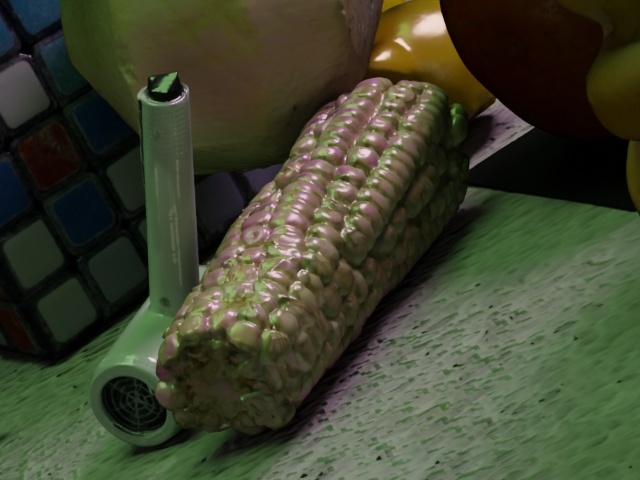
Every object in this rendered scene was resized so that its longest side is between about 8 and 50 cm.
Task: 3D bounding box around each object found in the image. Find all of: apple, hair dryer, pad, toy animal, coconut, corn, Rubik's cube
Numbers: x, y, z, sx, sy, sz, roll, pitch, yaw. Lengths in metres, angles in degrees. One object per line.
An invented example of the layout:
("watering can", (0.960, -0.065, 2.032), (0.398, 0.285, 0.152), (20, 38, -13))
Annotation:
("apple", (0.202, -0.182, 1.218), (0.230, 0.230, 0.230), (-25, 17, 8))
("hair dryer", (-0.096, 0.005, 1.151), (0.073, 0.236, 0.131), (12, 31, 14))
("pad", (0.215, -0.074, 1.268), (0.163, 0.004, 0.243), (-33, 18, -17))
("toy animal", (0.060, -0.143, 1.475), (0.156, 0.156, 0.230), (-34, 15, -21))
("coconut", (-0.080, -0.177, 1.345), (0.259, 0.259, 0.259), (-25, 17, 8))
("corn", (-0.002, 0.001, 1.179), (0.126, 0.127, 0.335), (-15, 22, 35))
("Rubik's cube", (-0.247, -0.097, 1.542), (0.287, 0.293, 0.292), (-37, 21, -26))

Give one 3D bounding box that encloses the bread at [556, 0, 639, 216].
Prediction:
("bread", (0.271, -0.114, 0.894), (0.315, 0.270, 0.211), (-11, 37, 26))
